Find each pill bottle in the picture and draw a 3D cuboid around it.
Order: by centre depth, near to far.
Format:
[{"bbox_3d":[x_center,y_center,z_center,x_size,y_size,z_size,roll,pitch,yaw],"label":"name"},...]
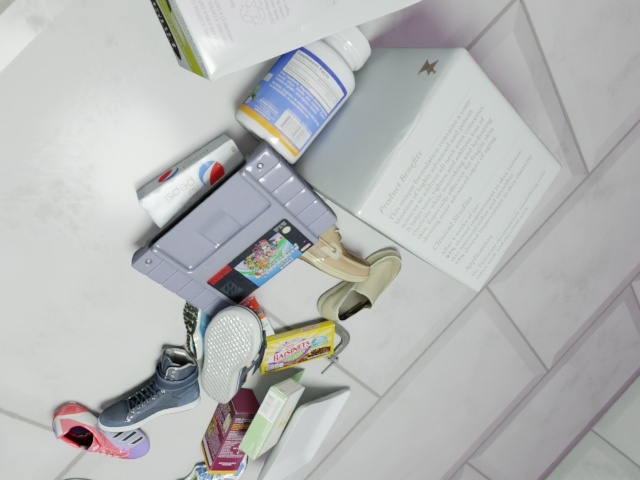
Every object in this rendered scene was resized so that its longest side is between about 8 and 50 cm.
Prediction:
[{"bbox_3d":[-0.029,-0.299,0.872,0.152,0.152,0.272,39,91,-34],"label":"pill bottle"}]

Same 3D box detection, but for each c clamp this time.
[{"bbox_3d":[0.018,0.291,1.231,0.137,0.022,0.161,-41,124,-5],"label":"c clamp"}]

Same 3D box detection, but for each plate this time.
[{"bbox_3d":[-0.048,0.541,1.242,0.278,0.045,0.277,13,107,-59],"label":"plate"}]

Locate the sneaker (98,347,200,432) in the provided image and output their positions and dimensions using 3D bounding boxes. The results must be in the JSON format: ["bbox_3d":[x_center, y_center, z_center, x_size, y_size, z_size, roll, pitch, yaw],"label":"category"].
[{"bbox_3d":[-0.384,0.330,0.999,0.226,0.086,0.163,-11,125,-31],"label":"sneaker"}]

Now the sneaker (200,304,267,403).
[{"bbox_3d":[-0.187,0.234,1.006,0.127,0.126,0.321,-44,166,-49],"label":"sneaker"}]

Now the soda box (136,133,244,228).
[{"bbox_3d":[-0.254,-0.121,0.886,0.216,0.069,0.074,-36,123,-8],"label":"soda box"}]

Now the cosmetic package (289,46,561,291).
[{"bbox_3d":[0.214,-0.155,0.952,0.393,0.327,0.329,30,96,-34],"label":"cosmetic package"}]

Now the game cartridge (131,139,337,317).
[{"bbox_3d":[-0.164,-0.003,0.883,0.355,0.068,0.230,-38,122,13],"label":"game cartridge"}]

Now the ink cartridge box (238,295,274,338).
[{"bbox_3d":[-0.164,0.200,1.095,0.063,0.029,0.115,-28,122,-13],"label":"ink cartridge box"}]

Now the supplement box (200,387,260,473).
[{"bbox_3d":[-0.230,0.489,1.143,0.080,0.104,0.188,18,103,-32],"label":"supplement box"}]

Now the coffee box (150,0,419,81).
[{"bbox_3d":[-0.109,-0.468,0.647,0.338,0.334,0.338,-27,122,-12],"label":"coffee box"}]

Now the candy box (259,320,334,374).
[{"bbox_3d":[-0.060,0.277,1.153,0.205,0.027,0.105,-11,118,-23],"label":"candy box"}]

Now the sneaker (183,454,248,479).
[{"bbox_3d":[-0.289,0.633,1.192,0.211,0.080,0.081,-35,126,-10],"label":"sneaker"}]

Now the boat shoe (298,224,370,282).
[{"bbox_3d":[0.000,0.000,1.035,0.341,0.121,0.110,26,99,-32],"label":"boat shoe"}]

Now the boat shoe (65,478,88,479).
[{"bbox_3d":[-0.630,0.608,1.015,0.227,0.068,0.081,9,107,-29],"label":"boat shoe"}]

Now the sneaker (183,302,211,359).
[{"bbox_3d":[-0.272,0.194,1.032,0.073,0.063,0.162,-17,123,-41],"label":"sneaker"}]

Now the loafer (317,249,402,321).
[{"bbox_3d":[0.119,0.129,1.169,0.268,0.092,0.102,-38,123,-7],"label":"loafer"}]

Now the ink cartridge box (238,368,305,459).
[{"bbox_3d":[-0.097,0.433,1.130,0.171,0.056,0.235,-63,159,4],"label":"ink cartridge box"}]

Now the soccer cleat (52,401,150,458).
[{"bbox_3d":[-0.491,0.452,1.002,0.083,0.095,0.248,-43,123,-4],"label":"soccer cleat"}]
